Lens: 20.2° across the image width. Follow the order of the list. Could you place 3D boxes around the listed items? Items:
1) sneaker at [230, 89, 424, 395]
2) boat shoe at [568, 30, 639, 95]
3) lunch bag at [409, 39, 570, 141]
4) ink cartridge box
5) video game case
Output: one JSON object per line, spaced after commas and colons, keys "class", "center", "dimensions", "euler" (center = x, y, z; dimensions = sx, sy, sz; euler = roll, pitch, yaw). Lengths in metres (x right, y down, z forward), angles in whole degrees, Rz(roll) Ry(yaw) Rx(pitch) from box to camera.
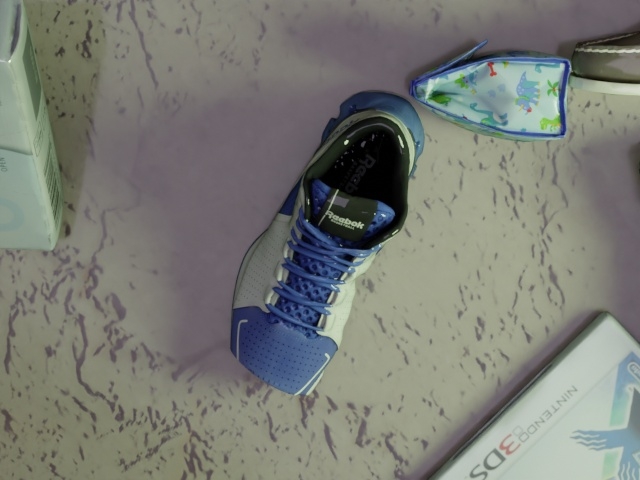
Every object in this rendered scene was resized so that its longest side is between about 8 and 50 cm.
{"class": "sneaker", "center": [0.001, -0.001, 1.758], "dimensions": [0.127, 0.182, 0.315], "euler": [25, 97, 0]}
{"class": "boat shoe", "center": [0.397, -0.200, 1.750], "dimensions": [0.324, 0.116, 0.097], "euler": [-5, 108, -3]}
{"class": "lunch bag", "center": [0.162, -0.146, 1.762], "dimensions": [0.151, 0.129, 0.096], "euler": [1, 93, 2]}
{"class": "ink cartridge box", "center": [-0.452, -0.109, 1.703], "dimensions": [0.385, 0.308, 0.091], "euler": [0, 58, 0]}
{"class": "video game case", "center": [0.301, 0.291, 1.857], "dimensions": [0.329, 0.036, 0.300], "euler": [45, 96, -4]}
